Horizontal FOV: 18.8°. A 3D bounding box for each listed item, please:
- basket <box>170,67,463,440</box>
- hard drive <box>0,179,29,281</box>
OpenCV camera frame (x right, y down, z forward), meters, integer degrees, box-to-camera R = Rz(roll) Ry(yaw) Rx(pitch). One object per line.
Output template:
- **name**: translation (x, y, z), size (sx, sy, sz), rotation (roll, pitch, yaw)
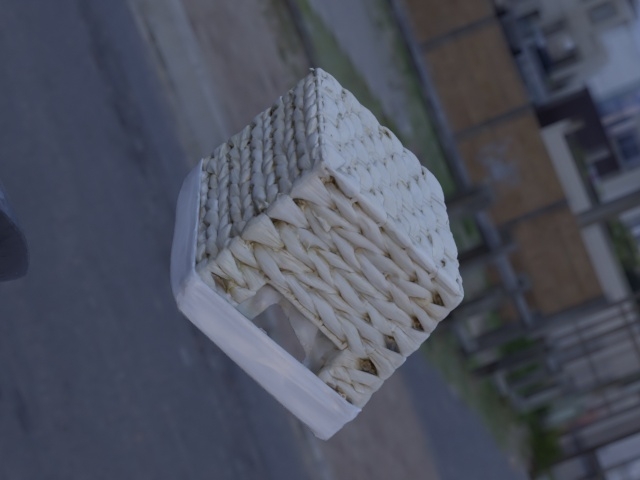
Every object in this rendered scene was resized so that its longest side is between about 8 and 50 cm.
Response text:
- **basket**: translation (0.000, 0.000, 0.973), size (0.113, 0.103, 0.167), rotation (43, 16, -17)
- **hard drive**: translation (-0.248, -0.006, 1.045), size (0.255, 0.172, 0.054), rotation (112, -33, -80)
